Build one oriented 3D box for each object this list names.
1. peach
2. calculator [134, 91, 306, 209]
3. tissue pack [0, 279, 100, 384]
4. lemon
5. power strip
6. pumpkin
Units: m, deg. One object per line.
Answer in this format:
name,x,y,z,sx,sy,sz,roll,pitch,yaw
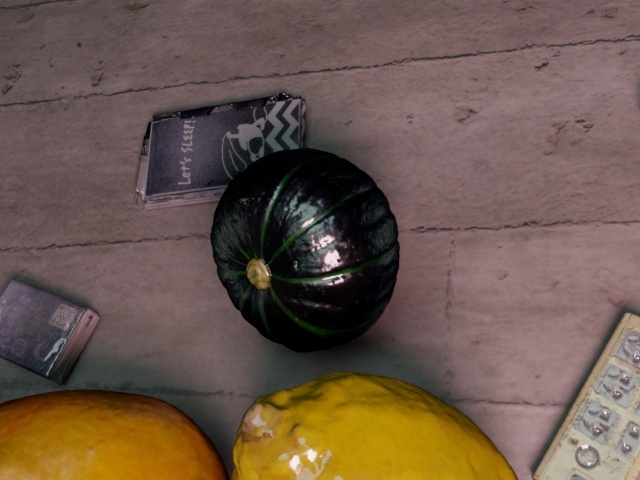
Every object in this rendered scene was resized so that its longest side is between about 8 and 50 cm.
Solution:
peach,-0.260,0.327,0.827,0.372,0.290,0.373,0,39,0
calculator,-0.153,-0.133,1.168,0.274,0.028,0.166,-5,67,19
tissue pack,-0.408,0.128,1.118,0.156,0.051,0.112,17,69,25
lemon,0.056,0.265,0.736,0.285,0.316,0.285,-7,64,15
power strip,0.314,0.203,0.839,0.092,0.034,0.268,28,77,28
pumpkin,0.000,0.000,0.959,0.248,0.248,0.248,-8,63,16
